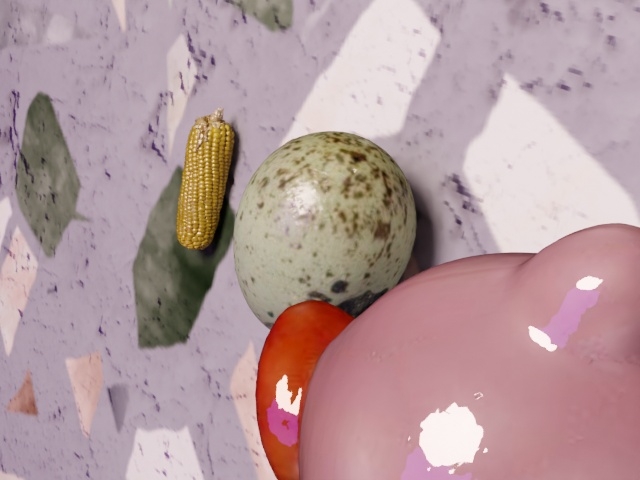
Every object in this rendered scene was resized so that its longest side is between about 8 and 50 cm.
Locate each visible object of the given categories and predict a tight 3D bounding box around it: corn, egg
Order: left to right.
[{"bbox_3d":[-0.067,-0.036,0.712,0.028,0.027,0.083,-139,58,-60],"label":"corn"},{"bbox_3d":[0.000,0.000,0.590,0.085,0.085,0.110,47,125,39],"label":"egg"}]

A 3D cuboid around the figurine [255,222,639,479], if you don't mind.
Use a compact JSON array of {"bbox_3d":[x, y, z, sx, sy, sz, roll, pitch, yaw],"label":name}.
[{"bbox_3d":[0.076,0.083,0.439,0.173,0.173,0.173,-2,88,49],"label":"figurine"}]
